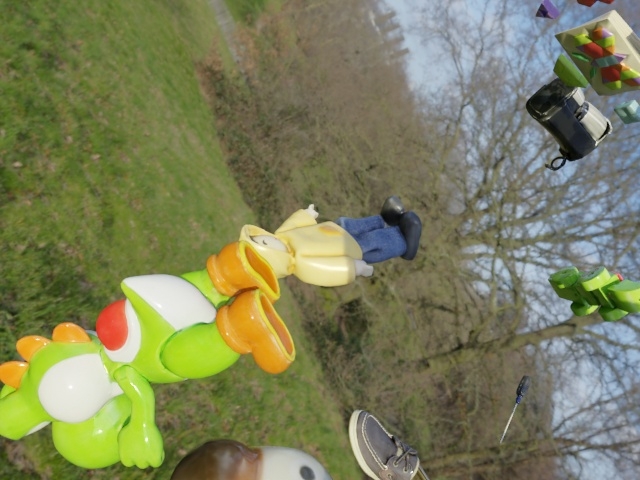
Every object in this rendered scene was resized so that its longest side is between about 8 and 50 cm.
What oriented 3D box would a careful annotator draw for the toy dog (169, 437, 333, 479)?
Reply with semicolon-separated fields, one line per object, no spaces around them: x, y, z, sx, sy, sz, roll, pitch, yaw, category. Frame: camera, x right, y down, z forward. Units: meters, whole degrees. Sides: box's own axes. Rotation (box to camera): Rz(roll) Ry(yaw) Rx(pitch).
-0.072;0.392;0.496;0.284;0.395;0.407;48;47;-35;toy dog

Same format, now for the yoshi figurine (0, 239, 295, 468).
-0.206;0.162;0.699;0.203;0.362;0.203;65;5;7;yoshi figurine

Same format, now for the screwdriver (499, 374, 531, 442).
0.453;0.392;1.319;0.169;0.025;0.024;-64;148;-20;screwdriver

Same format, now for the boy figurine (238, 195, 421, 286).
0.000;0.000;0.846;0.177;0.285;0.092;-125;-145;-46;boy figurine

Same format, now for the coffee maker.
0.578;-0.276;1.354;0.178;0.171;0.120;32;4;-30;coffee maker

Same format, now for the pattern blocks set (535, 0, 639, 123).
0.543;-0.346;1.070;0.325;0.026;0.285;40;-8;-4;pattern blocks set

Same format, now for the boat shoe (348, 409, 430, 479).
0.151;0.439;1.111;0.285;0.092;0.103;60;33;-18;boat shoe

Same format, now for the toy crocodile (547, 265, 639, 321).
0.653;0.113;1.353;0.115;0.105;0.340;55;-4;-1;toy crocodile
